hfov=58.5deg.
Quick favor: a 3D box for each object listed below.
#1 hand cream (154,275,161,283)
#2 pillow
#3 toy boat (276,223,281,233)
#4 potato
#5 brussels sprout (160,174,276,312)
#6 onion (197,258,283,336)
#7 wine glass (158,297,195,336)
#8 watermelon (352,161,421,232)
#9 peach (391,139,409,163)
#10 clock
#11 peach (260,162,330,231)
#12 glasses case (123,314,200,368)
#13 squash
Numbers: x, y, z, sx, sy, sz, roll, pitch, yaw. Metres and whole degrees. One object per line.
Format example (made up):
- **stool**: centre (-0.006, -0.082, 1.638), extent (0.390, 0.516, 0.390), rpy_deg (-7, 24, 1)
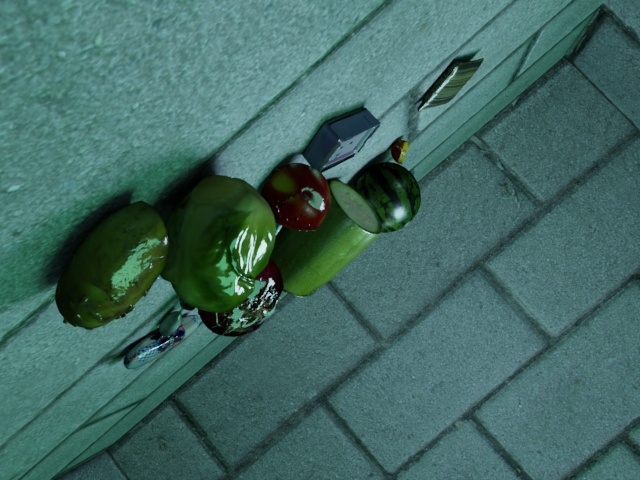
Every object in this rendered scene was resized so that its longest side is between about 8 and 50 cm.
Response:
- **hand cream**: centre (-0.447, 0.113, 1.399), extent (0.171, 0.043, 0.065), rpy_deg (-40, 175, 10)
- **pillow**: centre (0.443, -0.531, 1.944), extent (0.208, 0.052, 0.212), rpy_deg (-27, 162, -47)
- **toy boat**: centre (-0.198, -0.017, 1.656), extent (0.238, 0.109, 0.098), rpy_deg (-47, -165, 8)
- **potato**: centre (-0.377, 0.051, 1.057), extent (0.298, 0.141, 0.176), rpy_deg (-44, 177, 27)
- **brussels sprout**: centre (-0.216, 0.004, 1.200), extent (0.259, 0.227, 0.294), rpy_deg (-66, 168, -53)
- **onion**: centre (-0.268, 0.167, 1.894), extent (0.314, 0.232, 0.314), rpy_deg (-24, 139, -23)
- **wine glass**: centre (-0.485, 0.256, 1.920), extent (0.066, 0.066, 0.198), rpy_deg (-30, 168, -50)
- **watermelon**: centre (0.261, -0.172, 2.278), extent (0.285, 0.285, 0.285), rpy_deg (-39, 172, -7)
- **peach**: centre (0.303, -0.348, 2.224), extent (0.098, 0.061, 0.098), rpy_deg (-45, 148, -40)
- **clock**: centre (0.058, -0.270, 1.533), extent (0.193, 0.073, 0.144), rpy_deg (-32, 168, -45)
- **peach**: centre (-0.056, -0.089, 1.539), extent (0.189, 0.068, 0.279), rpy_deg (-21, 139, 8)
- **glasses case**: centre (-0.563, 0.360, 2.048), extent (0.327, 0.076, 0.125), rpy_deg (-29, 165, -51)
- **squash**: centre (0.000, 0.000, 2.030), extent (0.384, 0.263, 0.263), rpy_deg (-45, 171, 26)
